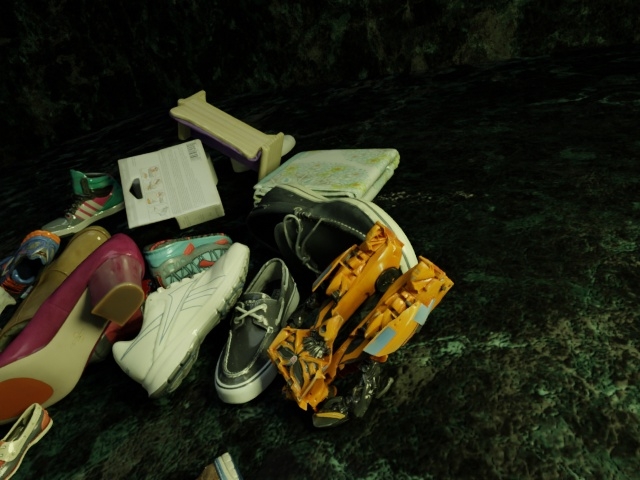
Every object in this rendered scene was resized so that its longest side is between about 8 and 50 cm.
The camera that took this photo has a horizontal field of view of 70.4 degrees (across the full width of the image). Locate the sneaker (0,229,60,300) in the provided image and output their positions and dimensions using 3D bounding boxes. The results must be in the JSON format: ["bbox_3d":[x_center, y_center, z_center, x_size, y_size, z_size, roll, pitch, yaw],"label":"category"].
[{"bbox_3d":[-0.672,0.072,1.014,0.221,0.083,0.087,-46,36,18],"label":"sneaker"}]

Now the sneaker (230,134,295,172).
[{"bbox_3d":[-0.212,-0.362,1.696,0.105,0.123,0.290,15,38,43],"label":"sneaker"}]

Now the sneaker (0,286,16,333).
[{"bbox_3d":[-0.733,0.214,0.905,0.114,0.152,0.305,-6,52,32],"label":"sneaker"}]

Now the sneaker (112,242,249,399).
[{"bbox_3d":[-0.226,0.110,0.770,0.129,0.111,0.297,32,61,5],"label":"sneaker"}]

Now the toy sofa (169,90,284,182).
[{"bbox_3d":[-0.315,-0.331,1.498,0.362,0.150,0.177,30,48,12],"label":"toy sofa"}]

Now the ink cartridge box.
[{"bbox_3d":[-0.454,-0.161,1.372,0.261,0.066,0.296,-18,55,-11],"label":"ink cartridge box"}]

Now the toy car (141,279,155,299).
[{"bbox_3d":[-0.389,0.081,1.057,0.239,0.053,0.225,15,39,40],"label":"toy car"}]

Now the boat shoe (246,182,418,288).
[{"bbox_3d":[0.000,0.000,0.922,0.156,0.187,0.500,-36,33,-21],"label":"boat shoe"}]

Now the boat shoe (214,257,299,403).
[{"bbox_3d":[-0.110,0.138,0.790,0.108,0.102,0.301,-2,30,18],"label":"boat shoe"}]

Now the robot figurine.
[{"bbox_3d":[0.038,0.120,0.659,0.291,0.085,0.211,-48,45,2],"label":"robot figurine"}]

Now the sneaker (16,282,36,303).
[{"bbox_3d":[-0.752,0.127,1.145,0.098,0.038,0.069,9,33,18],"label":"sneaker"}]

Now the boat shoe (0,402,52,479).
[{"bbox_3d":[-0.471,0.315,0.690,0.049,0.043,0.137,0,33,19],"label":"boat shoe"}]

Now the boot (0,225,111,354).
[{"bbox_3d":[-0.583,0.106,1.017,0.236,0.089,0.269,-43,27,9],"label":"boot"}]

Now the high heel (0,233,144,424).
[{"bbox_3d":[-0.454,0.152,0.796,0.377,0.127,0.181,-38,40,0],"label":"high heel"}]

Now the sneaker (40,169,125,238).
[{"bbox_3d":[-0.786,-0.136,1.472,0.123,0.179,0.295,15,40,40],"label":"sneaker"}]

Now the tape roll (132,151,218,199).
[{"bbox_3d":[-0.510,-0.216,1.583,0.286,0.100,0.286,-9,29,5],"label":"tape roll"}]

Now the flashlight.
[{"bbox_3d":[-0.331,0.155,0.866,0.303,0.103,0.103,-23,-7,-10],"label":"flashlight"}]

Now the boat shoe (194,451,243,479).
[{"bbox_3d":[-0.102,0.325,0.509,0.066,0.066,0.183,-28,22,-17],"label":"boat shoe"}]

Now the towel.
[{"bbox_3d":[0.023,-0.173,1.298,0.320,0.090,0.374,6,31,25],"label":"towel"}]

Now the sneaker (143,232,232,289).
[{"bbox_3d":[-0.287,0.055,1.018,0.104,0.125,0.262,-9,2,26],"label":"sneaker"}]
